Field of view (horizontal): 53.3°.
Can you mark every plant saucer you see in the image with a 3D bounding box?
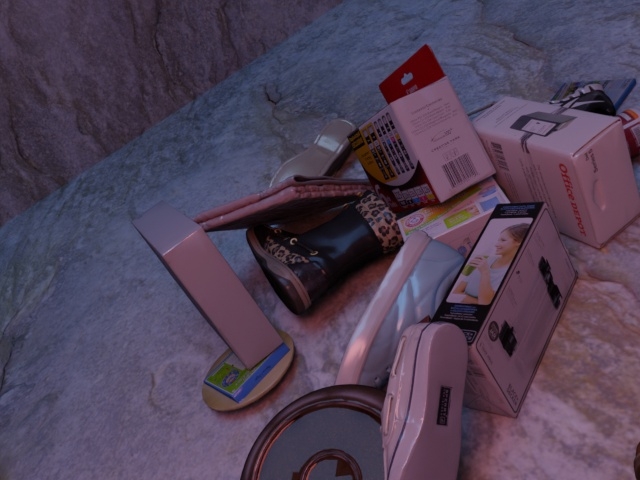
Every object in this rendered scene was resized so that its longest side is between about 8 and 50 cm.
[{"bbox_3d":[0.019,0.337,0.872,0.311,0.050,0.310,-11,54,16],"label":"plant saucer"}]

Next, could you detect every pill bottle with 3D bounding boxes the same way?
[{"bbox_3d":[0.538,-0.178,1.203,0.152,0.086,0.086,-28,31,7],"label":"pill bottle"}]

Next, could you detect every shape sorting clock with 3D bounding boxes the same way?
[{"bbox_3d":[-0.141,0.252,1.249,0.206,0.040,0.206,-28,23,13],"label":"shape sorting clock"}]

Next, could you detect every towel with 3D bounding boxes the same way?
[{"bbox_3d":[-0.083,-0.083,1.466,0.317,0.053,0.332,-17,-6,35],"label":"towel"}]

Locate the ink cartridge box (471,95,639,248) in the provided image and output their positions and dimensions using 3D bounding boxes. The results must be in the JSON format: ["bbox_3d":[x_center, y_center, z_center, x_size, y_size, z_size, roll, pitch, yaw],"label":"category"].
[{"bbox_3d":[0.411,-0.130,1.139,0.115,0.198,0.273,-37,31,-10],"label":"ink cartridge box"}]

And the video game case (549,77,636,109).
[{"bbox_3d":[0.595,-0.318,1.422,0.166,0.015,0.119,11,52,50],"label":"video game case"}]

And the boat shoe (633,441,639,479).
[{"bbox_3d":[0.493,0.213,0.674,0.308,0.110,0.104,-8,33,19],"label":"boat shoe"}]

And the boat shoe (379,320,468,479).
[{"bbox_3d":[0.117,0.234,0.813,0.088,0.096,0.267,-8,70,56],"label":"boat shoe"}]

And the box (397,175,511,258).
[{"bbox_3d":[0.262,-0.016,1.204,0.203,0.103,0.114,-26,31,10],"label":"box"}]

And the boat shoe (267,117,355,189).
[{"bbox_3d":[-0.016,-0.197,1.728,0.117,0.096,0.324,31,64,23],"label":"boat shoe"}]

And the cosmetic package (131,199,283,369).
[{"bbox_3d":[-0.246,0.075,1.316,0.097,0.284,0.377,-40,24,-12],"label":"cosmetic package"}]

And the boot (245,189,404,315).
[{"bbox_3d":[0.000,0.000,1.393,0.284,0.138,0.377,-30,21,-7],"label":"boot"}]

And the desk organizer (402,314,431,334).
[{"bbox_3d":[0.179,0.180,0.972,0.050,0.130,0.047,-36,30,-9],"label":"desk organizer"}]

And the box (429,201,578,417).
[{"bbox_3d":[0.281,0.096,0.966,0.087,0.169,0.290,0,45,46],"label":"box"}]

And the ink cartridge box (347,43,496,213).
[{"bbox_3d":[0.173,-0.207,1.284,0.130,0.271,0.309,-28,4,-12],"label":"ink cartridge box"}]

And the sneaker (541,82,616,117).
[{"bbox_3d":[0.501,-0.242,1.318,0.235,0.078,0.106,-24,48,1],"label":"sneaker"}]

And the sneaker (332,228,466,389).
[{"bbox_3d":[0.140,0.159,1.046,0.150,0.135,0.365,25,77,15],"label":"sneaker"}]

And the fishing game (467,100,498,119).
[{"bbox_3d":[0.342,-0.211,1.479,0.189,0.041,0.264,-24,36,29],"label":"fishing game"}]
